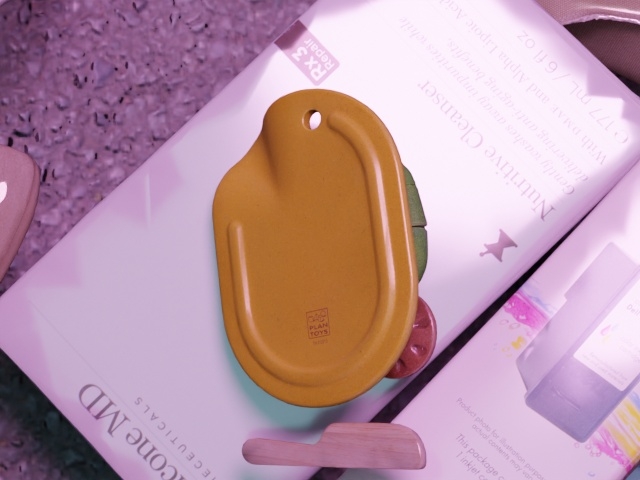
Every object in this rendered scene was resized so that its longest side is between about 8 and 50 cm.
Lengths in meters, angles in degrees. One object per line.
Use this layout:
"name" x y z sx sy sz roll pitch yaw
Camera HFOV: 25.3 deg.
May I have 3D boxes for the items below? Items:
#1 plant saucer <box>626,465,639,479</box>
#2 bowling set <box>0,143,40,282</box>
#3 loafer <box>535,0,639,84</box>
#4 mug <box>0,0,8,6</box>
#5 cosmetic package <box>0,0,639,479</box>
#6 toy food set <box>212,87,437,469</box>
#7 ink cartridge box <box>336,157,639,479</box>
"plant saucer" 0.191 0.240 0.964 0.067 0.018 0.192 27 84 2
"bowling set" -0.330 -0.022 0.845 0.287 0.200 0.154 9 75 43
"loafer" 0.260 -0.125 0.959 0.269 0.102 0.092 8 78 0
"mug" -0.280 -0.285 0.778 0.328 0.276 0.374 -32 117 -10
"cosmetic package" 0.000 0.000 0.916 0.217 0.156 0.385 44 85 4
"toy food set" 0.012 0.026 0.808 0.128 0.071 0.217 -13 76 31
"ink cartridge box" 0.167 0.079 0.879 0.119 0.207 0.353 43 86 14
